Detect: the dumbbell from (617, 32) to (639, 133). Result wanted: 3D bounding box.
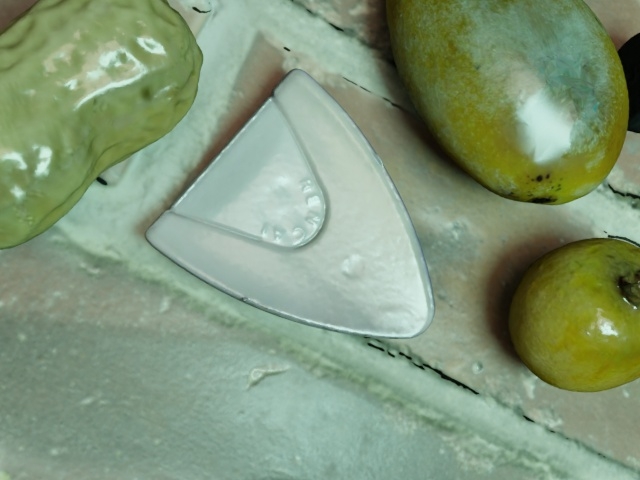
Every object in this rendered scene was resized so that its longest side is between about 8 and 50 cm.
[{"bbox_3d":[0.396,-0.145,0.731,0.191,0.100,0.100,10,85,-15],"label":"dumbbell"}]

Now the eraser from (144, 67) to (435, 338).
[{"bbox_3d":[0.000,0.000,0.638,0.243,0.059,0.204,42,77,-6],"label":"eraser"}]

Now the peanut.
[{"bbox_3d":[-0.220,-0.083,0.540,0.291,0.143,0.159,-32,72,-14],"label":"peanut"}]

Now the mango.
[{"bbox_3d":[0.162,-0.179,0.650,0.192,0.146,0.317,-23,86,-23],"label":"mango"}]

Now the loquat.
[{"bbox_3d":[0.251,0.069,0.659,0.163,0.163,0.137,10,54,-14],"label":"loquat"}]
